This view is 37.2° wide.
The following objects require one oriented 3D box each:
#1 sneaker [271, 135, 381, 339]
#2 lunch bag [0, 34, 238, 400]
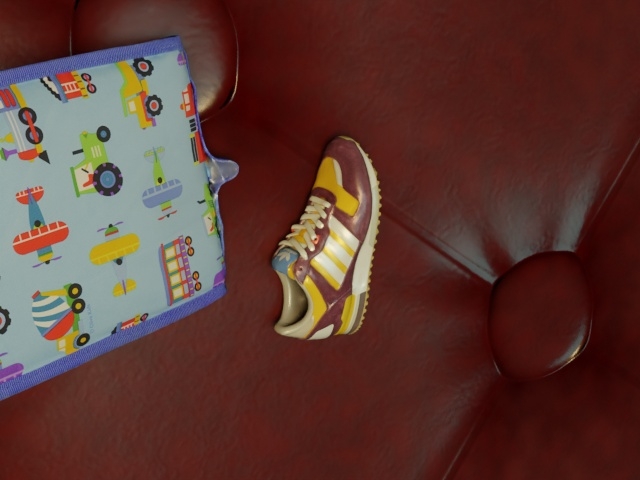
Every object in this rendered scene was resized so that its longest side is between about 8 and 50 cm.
[{"bbox_3d":[0.000,0.000,0.846,0.084,0.069,0.186,-4,102,-31],"label":"sneaker"},{"bbox_3d":[-0.190,-0.027,0.727,0.293,0.138,0.221,-19,106,-31],"label":"lunch bag"}]
